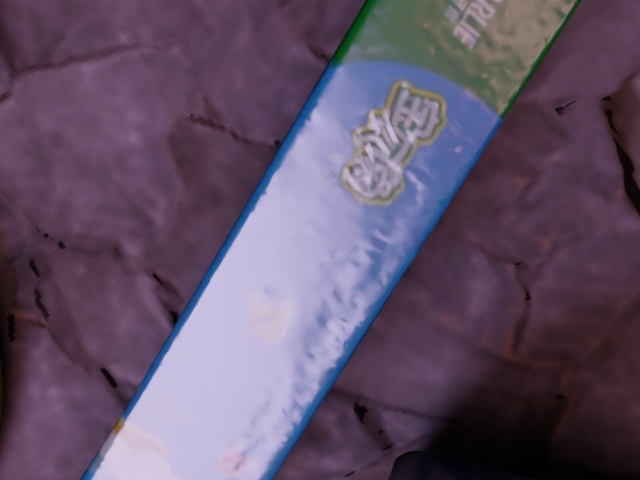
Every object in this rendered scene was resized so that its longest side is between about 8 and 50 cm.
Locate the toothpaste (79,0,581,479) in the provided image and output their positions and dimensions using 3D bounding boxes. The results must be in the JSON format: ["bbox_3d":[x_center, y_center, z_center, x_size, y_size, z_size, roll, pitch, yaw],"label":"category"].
[{"bbox_3d":[0.000,0.000,0.564,0.050,0.065,0.266,31,116,0],"label":"toothpaste"}]

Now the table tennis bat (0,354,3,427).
[{"bbox_3d":[-0.199,-0.012,0.606,0.198,0.050,0.320,6,118,7],"label":"table tennis bat"}]

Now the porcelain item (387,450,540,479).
[{"bbox_3d":[0.055,0.144,0.571,0.114,0.147,0.147,17,116,4],"label":"porcelain item"}]
